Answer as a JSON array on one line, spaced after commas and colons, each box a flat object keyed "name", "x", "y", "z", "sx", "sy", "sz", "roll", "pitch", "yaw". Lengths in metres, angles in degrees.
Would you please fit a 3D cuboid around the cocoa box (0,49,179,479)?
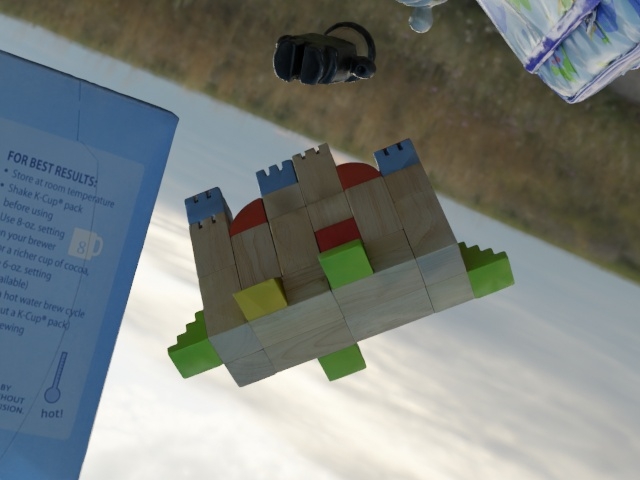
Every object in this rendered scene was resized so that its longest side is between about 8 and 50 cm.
[{"name": "cocoa box", "x": -0.295, "y": -0.014, "z": 0.591, "sx": 0.347, "sy": 0.231, "sz": 0.228, "roll": 18, "pitch": 174, "yaw": -30}]

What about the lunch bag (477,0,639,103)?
[{"name": "lunch bag", "x": 0.137, "y": -0.170, "z": 0.599, "sx": 0.176, "sy": 0.090, "sz": 0.219, "roll": 52, "pitch": 179, "yaw": 1}]

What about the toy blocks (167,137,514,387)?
[{"name": "toy blocks", "x": 0.000, "y": 0.000, "z": 1.273, "sx": 0.261, "sy": 0.381, "sz": 0.191, "roll": -107, "pitch": -6, "yaw": -47}]

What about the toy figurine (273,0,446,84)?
[{"name": "toy figurine", "x": 0.021, "y": -0.263, "z": 0.998, "sx": 0.213, "sy": 0.209, "sz": 0.148, "roll": 56, "pitch": -153, "yaw": 3}]
